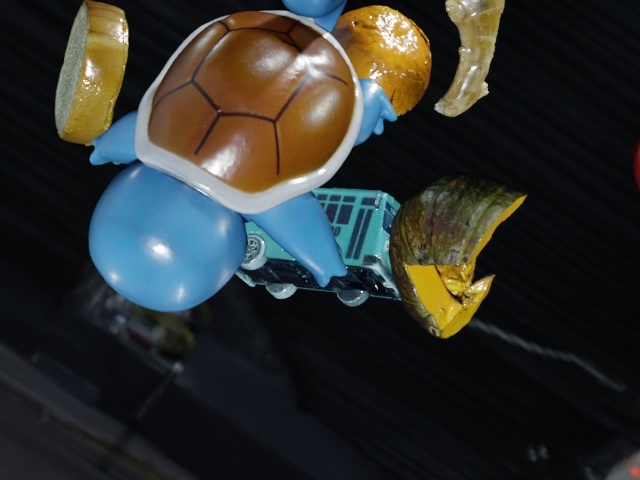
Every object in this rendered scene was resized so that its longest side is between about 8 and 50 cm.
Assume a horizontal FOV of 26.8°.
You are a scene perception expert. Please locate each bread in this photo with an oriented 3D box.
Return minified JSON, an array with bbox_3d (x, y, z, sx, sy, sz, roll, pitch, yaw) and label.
[{"bbox_3d":[-0.361,-0.261,2.116,0.236,0.070,0.236,-171,-90,-70],"label":"bread"}]

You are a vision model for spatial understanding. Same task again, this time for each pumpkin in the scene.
[{"bbox_3d":[0.119,0.003,1.300,0.119,0.108,0.183,-45,159,-40],"label":"pumpkin"}]

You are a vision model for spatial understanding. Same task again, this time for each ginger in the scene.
[{"bbox_3d":[0.252,-0.352,2.311,0.086,0.131,0.294,35,-58,50],"label":"ginger"}]

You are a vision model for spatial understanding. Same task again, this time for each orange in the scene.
[{"bbox_3d":[0.085,-0.287,2.194,0.161,0.193,0.193,-55,-176,45],"label":"orange"}]

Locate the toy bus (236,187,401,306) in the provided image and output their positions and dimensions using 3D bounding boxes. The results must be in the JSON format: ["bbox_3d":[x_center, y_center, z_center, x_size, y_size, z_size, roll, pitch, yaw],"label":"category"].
[{"bbox_3d":[0.000,0.000,1.870,0.128,0.256,0.147,46,54,-54],"label":"toy bus"}]

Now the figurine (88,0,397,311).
[{"bbox_3d":[-0.060,-0.113,1.321,0.416,0.298,0.243,-59,177,-2],"label":"figurine"}]

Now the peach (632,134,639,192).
[{"bbox_3d":[0.572,-0.114,2.066,0.197,0.197,0.197,-56,-175,7],"label":"peach"}]
